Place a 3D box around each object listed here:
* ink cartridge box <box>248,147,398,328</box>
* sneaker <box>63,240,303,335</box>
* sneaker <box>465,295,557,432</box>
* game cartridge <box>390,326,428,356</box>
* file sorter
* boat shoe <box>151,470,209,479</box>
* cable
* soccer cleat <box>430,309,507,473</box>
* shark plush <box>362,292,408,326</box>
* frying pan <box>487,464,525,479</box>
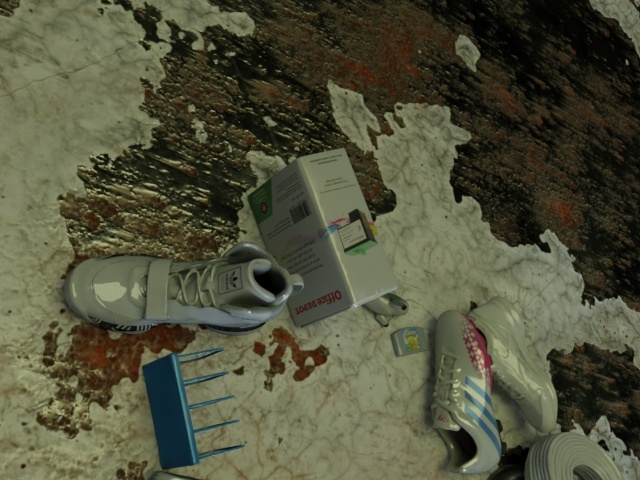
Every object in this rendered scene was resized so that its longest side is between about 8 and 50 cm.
[{"bbox_3d":[0.000,0.000,1.354,0.117,0.201,0.278,-16,82,-36],"label":"ink cartridge box"},{"bbox_3d":[-0.210,0.071,1.186,0.366,0.210,0.137,10,68,-30],"label":"sneaker"},{"bbox_3d":[0.398,0.282,1.587,0.152,0.114,0.305,-21,81,-23],"label":"sneaker"},{"bbox_3d":[0.185,0.207,1.515,0.083,0.017,0.056,-6,73,-35],"label":"game cartridge"},{"bbox_3d":[-0.202,0.267,1.180,0.104,0.118,0.170,-6,76,-38],"label":"file sorter"},{"bbox_3d":[-0.168,0.428,1.176,0.226,0.083,0.076,17,75,-14],"label":"boat shoe"},{"bbox_3d":[0.535,0.521,1.519,0.257,0.089,0.257,28,44,-17],"label":"cable"},{"bbox_3d":[0.278,0.305,1.477,0.143,0.116,0.331,-5,76,-35],"label":"soccer cleat"},{"bbox_3d":[0.107,0.112,1.496,0.161,0.073,0.067,25,38,0],"label":"shark plush"},{"bbox_3d":[0.471,0.562,1.555,0.326,0.053,0.197,-7,77,-31],"label":"frying pan"}]
